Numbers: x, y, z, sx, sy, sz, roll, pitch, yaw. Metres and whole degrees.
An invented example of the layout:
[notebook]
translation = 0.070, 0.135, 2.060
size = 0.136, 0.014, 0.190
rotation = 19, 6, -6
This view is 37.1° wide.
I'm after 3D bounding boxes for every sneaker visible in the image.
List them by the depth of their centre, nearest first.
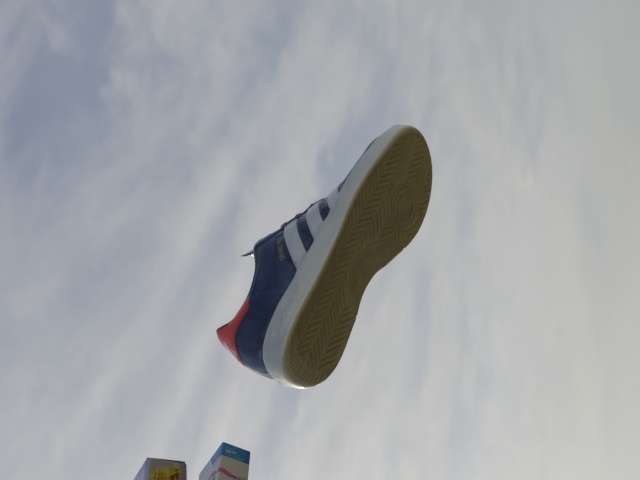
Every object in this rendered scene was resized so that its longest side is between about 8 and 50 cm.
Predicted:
[sneaker]
translation = 0.000, 0.000, 1.096
size = 0.350, 0.148, 0.131
rotation = -56, -48, -26

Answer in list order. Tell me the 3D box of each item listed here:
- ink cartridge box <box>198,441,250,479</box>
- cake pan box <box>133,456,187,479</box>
[ink cartridge box]
translation = -0.149, 0.381, 1.438
size = 0.088, 0.052, 0.122
rotation = -56, 20, 30
[cake pan box]
translation = -0.260, 0.482, 1.367
size = 0.246, 0.070, 0.267
rotation = -95, 28, -42
